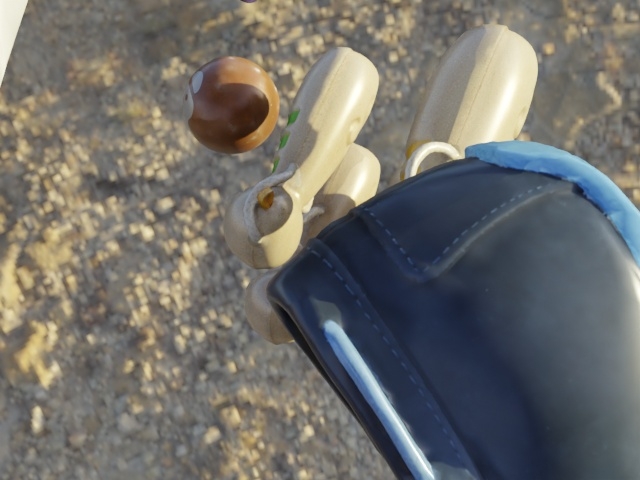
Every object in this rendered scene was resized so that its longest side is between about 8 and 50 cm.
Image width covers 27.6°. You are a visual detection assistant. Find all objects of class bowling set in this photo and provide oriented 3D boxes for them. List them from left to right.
[{"bbox_3d":[0.000,0.000,0.694,0.200,0.287,0.154,18,65,18],"label":"bowling set"}]

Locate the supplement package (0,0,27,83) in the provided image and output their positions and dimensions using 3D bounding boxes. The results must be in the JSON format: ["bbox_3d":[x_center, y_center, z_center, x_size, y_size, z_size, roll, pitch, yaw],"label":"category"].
[{"bbox_3d":[-0.171,-0.207,0.388,0.145,0.262,0.204,-1,40,0],"label":"supplement package"}]

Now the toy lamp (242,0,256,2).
[{"bbox_3d":[0.051,-0.198,0.424,0.275,0.080,0.080,-40,41,14],"label":"toy lamp"}]

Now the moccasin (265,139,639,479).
[{"bbox_3d":[0.073,0.142,0.415,0.117,0.342,0.138,-21,4,-12],"label":"moccasin"}]
